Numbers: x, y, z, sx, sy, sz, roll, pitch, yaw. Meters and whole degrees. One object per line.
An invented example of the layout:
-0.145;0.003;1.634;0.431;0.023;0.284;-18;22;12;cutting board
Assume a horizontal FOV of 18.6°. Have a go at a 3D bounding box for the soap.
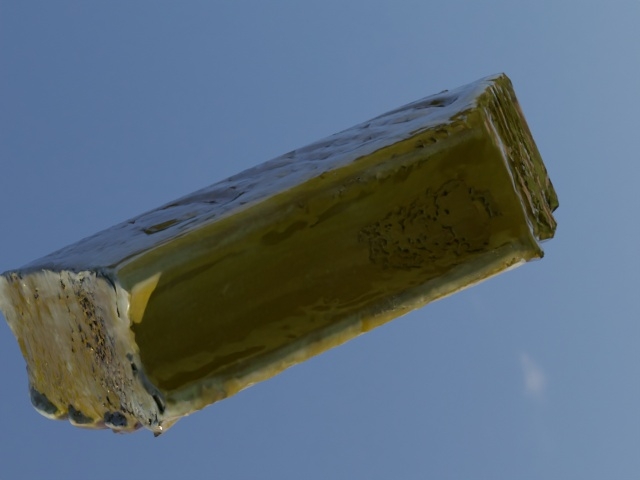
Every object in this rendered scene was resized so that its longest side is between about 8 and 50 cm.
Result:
0.000;0.000;0.864;0.257;0.160;0.080;-24;-81;-27;soap
